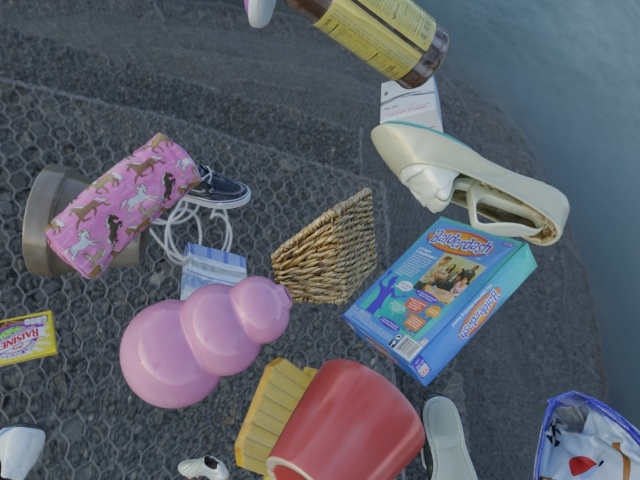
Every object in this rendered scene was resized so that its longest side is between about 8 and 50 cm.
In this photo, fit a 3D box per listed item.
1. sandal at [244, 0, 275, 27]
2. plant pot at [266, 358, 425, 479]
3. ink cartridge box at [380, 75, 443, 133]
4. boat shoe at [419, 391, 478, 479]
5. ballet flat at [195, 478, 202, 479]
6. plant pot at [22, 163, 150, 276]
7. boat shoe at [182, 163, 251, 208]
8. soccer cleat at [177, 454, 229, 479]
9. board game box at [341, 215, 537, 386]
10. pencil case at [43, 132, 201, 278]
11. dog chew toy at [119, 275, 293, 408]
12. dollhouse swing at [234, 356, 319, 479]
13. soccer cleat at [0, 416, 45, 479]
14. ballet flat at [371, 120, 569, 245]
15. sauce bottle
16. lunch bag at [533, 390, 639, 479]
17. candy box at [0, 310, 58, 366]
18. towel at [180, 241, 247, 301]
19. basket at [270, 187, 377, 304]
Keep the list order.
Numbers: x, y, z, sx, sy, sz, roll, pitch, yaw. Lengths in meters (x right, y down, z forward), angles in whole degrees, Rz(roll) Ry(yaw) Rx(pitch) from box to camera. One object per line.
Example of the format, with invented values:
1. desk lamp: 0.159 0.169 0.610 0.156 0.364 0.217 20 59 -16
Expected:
1. sandal: -0.106 -0.557 0.827 0.102 0.169 0.417 7 88 2
2. plant pot: 0.038 0.424 1.026 0.275 0.275 0.243 45 51 7
3. ink cartridge box: 0.169 -0.238 0.932 0.104 0.060 0.180 -11 43 18
4. boat shoe: 0.288 0.498 1.134 0.114 0.091 0.303 -4 85 4
5. ballet flat: -0.324 0.683 1.319 0.041 0.041 0.114 12 34 -20
6. plant pot: -0.654 -0.041 1.459 0.280 0.323 0.324 8 55 -12
7. boat shoe: -0.353 -0.175 1.478 0.300 0.102 0.108 12 49 -5
8. soccer cleat: -0.358 0.685 1.523 0.068 0.196 0.076 -29 111 -56
9. board game box: 0.150 0.068 0.659 0.210 0.160 0.047 -43 119 -11
10. pencil case: -0.464 -0.088 1.207 0.160 0.167 0.386 41 70 1
11. dog chew toy: -0.207 0.177 0.955 0.331 0.206 0.207 -28 69 5
12. dollhouse swing: -0.009 0.531 1.379 0.314 0.305 0.347 13 64 20
13. soccer cleat: -0.745 0.506 1.162 0.116 0.331 0.143 28 49 -32
14. ballet flat: 0.167 -0.059 0.572 0.248 0.086 0.086 21 51 -1
15. sauce bottle: 0.028 -0.349 0.711 0.344 0.111 0.112 28 49 -24
16. lunch bag: 0.427 0.440 0.711 0.238 0.328 0.386 -18 51 15
17. candy box: -0.724 0.234 1.151 0.205 0.027 0.105 -11 69 -22
18. towel: -0.308 0.120 1.483 0.209 0.034 0.285 16 34 -23
19. basket: 0.000 0.000 1.218 0.213 0.223 0.299 0 17 22
